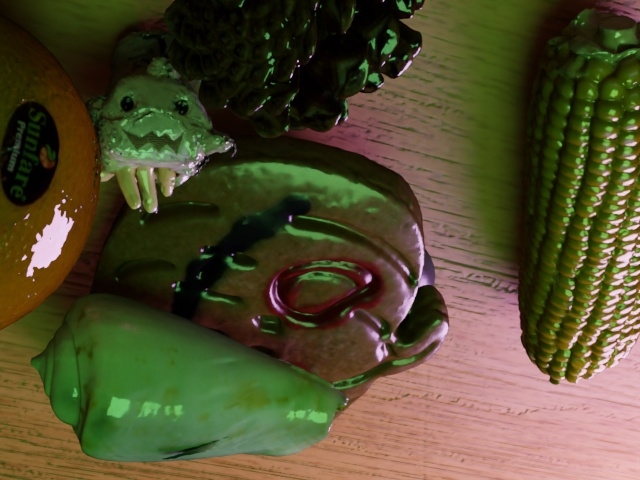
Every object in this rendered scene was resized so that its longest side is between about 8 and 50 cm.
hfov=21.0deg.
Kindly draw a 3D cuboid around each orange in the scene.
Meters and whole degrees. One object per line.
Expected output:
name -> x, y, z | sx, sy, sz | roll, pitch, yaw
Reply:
orange -> -0.298, -0.051, 1.258 | 0.274, 0.274, 0.274 | -8, 130, -10

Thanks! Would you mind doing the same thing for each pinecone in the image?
pinecone -> -0.010, -0.176, 1.304 | 0.207, 0.208, 0.208 | -8, 130, -10

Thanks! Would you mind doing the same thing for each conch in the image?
conch -> -0.122, 0.131, 1.467 | 0.250, 0.137, 0.143 | 16, 114, -27

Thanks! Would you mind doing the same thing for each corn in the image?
corn -> 0.248, -0.034, 1.530 | 0.143, 0.144, 0.387 | -11, 133, -8

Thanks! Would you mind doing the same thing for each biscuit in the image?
biscuit -> -0.042, 0.061, 1.503 | 0.314, 0.063, 0.367 | 14, 134, -10

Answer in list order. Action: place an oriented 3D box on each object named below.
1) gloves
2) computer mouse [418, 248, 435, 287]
gloves -> -0.133, -0.102, 1.350 | 0.110, 0.144, 0.094 | -14, 143, -9
computer mouse -> 0.000, -0.001, 1.527 | 0.120, 0.057, 0.232 | -37, 124, 26
